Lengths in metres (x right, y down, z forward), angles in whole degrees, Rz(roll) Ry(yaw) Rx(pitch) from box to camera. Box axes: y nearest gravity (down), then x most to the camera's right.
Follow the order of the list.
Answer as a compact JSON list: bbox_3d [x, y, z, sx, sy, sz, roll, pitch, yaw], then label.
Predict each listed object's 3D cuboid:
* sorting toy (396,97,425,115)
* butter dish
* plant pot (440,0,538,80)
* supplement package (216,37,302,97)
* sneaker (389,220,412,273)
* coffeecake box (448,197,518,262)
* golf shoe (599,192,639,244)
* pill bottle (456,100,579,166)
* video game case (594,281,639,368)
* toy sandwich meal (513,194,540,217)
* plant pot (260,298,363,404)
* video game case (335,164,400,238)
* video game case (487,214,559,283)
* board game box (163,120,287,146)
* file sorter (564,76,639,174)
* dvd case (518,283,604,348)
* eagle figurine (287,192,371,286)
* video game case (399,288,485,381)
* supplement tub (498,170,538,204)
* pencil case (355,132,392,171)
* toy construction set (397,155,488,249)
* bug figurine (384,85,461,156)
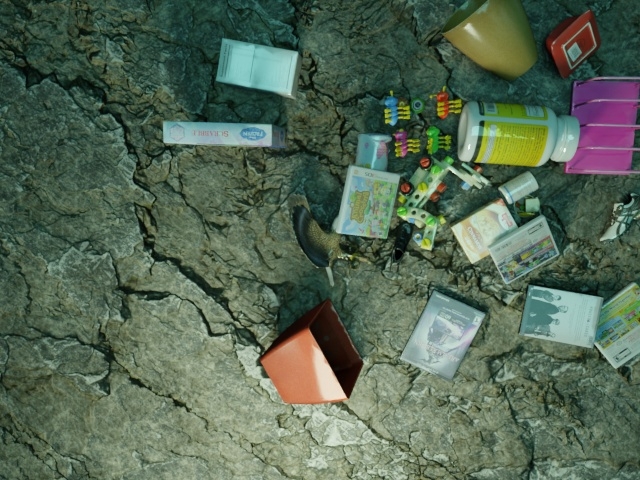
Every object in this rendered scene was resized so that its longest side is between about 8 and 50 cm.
[{"bbox_3d":[0.291,-0.436,1.785,0.102,0.042,0.061,0,98,4],"label":"sorting toy"},{"bbox_3d":[0.758,-0.616,1.690,0.160,0.118,0.160,-44,134,7],"label":"butter dish"},{"bbox_3d":[0.538,-0.619,1.661,0.237,0.237,0.254,-44,106,9],"label":"plant pot"},{"bbox_3d":[-0.193,-0.550,1.761,0.244,0.134,0.139,12,99,2],"label":"supplement package"},{"bbox_3d":[0.269,0.021,1.830,0.051,0.089,0.170,19,100,2],"label":"sneaker"},{"bbox_3d":[0.543,-0.034,1.811,0.185,0.068,0.142,-31,95,8],"label":"coffeecake box"},{"bbox_3d":[0.967,-0.069,1.776,0.198,0.077,0.094,-43,82,2],"label":"golf shoe"},{"bbox_3d":[0.607,-0.327,1.700,0.334,0.188,0.188,5,99,3],"label":"pill bottle"},{"bbox_3d":[1.020,0.285,1.841,0.227,0.026,0.206,-39,94,10],"label":"video game case"},{"bbox_3d":[0.681,-0.113,1.807,0.085,0.029,0.086,1,98,4],"label":"toy sandwich meal"},{"bbox_3d":[-0.039,0.396,1.837,0.235,0.267,0.267,-27,95,19],"label":"plant pot"},{"bbox_3d":[0.151,-0.118,1.721,0.193,0.023,0.212,6,100,-32],"label":"video game case"},{"bbox_3d":[0.664,0.032,1.792,0.201,0.023,0.183,-32,124,8],"label":"video game case"},{"bbox_3d":[-0.281,-0.328,1.709,0.318,0.319,0.066,3,99,5],"label":"board game box"},{"bbox_3d":[0.893,-0.348,1.678,0.202,0.182,0.291,2,99,5],"label":"file sorter"},{"bbox_3d":[0.803,0.252,1.837,0.238,0.029,0.179,10,99,10],"label":"dvd case"},{"bbox_3d":[0.004,-0.010,1.792,0.298,0.226,0.225,25,58,-15],"label":"eagle figurine"},{"bbox_3d":[0.421,0.330,1.897,0.196,0.026,0.274,25,99,1],"label":"video game case"},{"bbox_3d":[0.642,-0.170,1.781,0.107,0.071,0.071,-30,95,9],"label":"supplement tub"},{"bbox_3d":[0.164,-0.218,1.791,0.113,0.124,0.273,10,99,22],"label":"pencil case"},{"bbox_3d":[0.377,-0.144,1.763,0.328,0.151,0.215,-46,63,-2],"label":"toy construction set"},{"bbox_3d":[0.312,-0.375,1.748,0.279,0.072,0.216,-11,111,-21],"label":"bug figurine"}]
